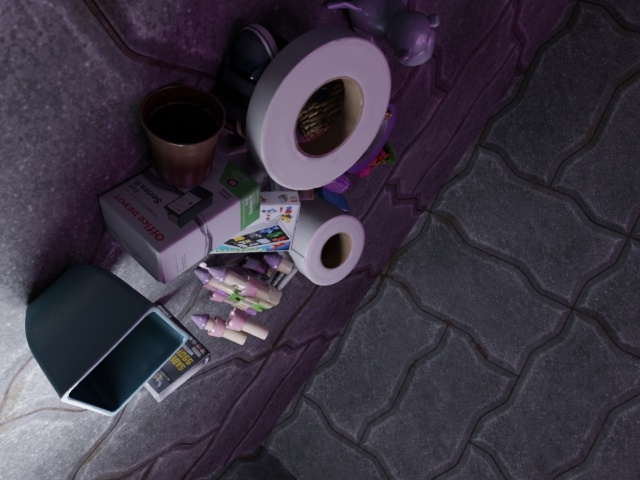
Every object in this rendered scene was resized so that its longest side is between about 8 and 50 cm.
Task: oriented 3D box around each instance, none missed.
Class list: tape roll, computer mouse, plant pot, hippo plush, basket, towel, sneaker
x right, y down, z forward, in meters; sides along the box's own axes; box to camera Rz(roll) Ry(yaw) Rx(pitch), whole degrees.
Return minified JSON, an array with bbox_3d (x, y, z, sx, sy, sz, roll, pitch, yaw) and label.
[{"bbox_3d":[0.144,-0.373,1.892,0.275,0.090,0.275,-44,159,-22],"label":"tape roll"},{"bbox_3d":[0.004,-0.299,1.281,0.392,0.072,0.392,-30,144,-25],"label":"tape roll"},{"bbox_3d":[-0.107,-0.398,1.338,0.184,0.060,0.262,-29,148,23],"label":"computer mouse"},{"bbox_3d":[-0.289,-0.207,1.142,0.167,0.167,0.165,-39,164,-32],"label":"plant pot"},{"bbox_3d":[-0.495,0.196,1.207,0.248,0.252,0.247,-47,160,-16],"label":"plant pot"},{"bbox_3d":[0.000,0.000,1.747,0.246,0.169,0.246,-21,126,-32],"label":"tape roll"},{"bbox_3d":[0.211,-0.596,1.438,0.234,0.236,0.294,-57,158,4],"label":"hippo plush"},{"bbox_3d":[0.033,-0.418,1.568,0.213,0.223,0.299,-27,174,30],"label":"basket"},{"bbox_3d":[-0.074,0.057,2.024,0.324,0.056,0.312,-52,-177,-3],"label":"towel"},{"bbox_3d":[-0.173,-0.322,1.234,0.127,0.126,0.321,-41,156,-34],"label":"sneaker"}]

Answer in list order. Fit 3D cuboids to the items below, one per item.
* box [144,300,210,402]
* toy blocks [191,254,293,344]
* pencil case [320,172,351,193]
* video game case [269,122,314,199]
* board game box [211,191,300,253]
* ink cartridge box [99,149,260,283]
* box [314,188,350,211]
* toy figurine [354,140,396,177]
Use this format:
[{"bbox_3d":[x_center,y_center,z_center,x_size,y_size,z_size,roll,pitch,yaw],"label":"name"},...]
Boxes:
[{"bbox_3d":[-0.451,0.304,1.516,0.183,0.231,0.056,-36,158,-36],"label":"box"},{"bbox_3d":[-0.277,0.137,1.701,0.288,0.260,0.309,-31,-145,61],"label":"toy blocks"},{"bbox_3d":[0.037,-0.215,1.919,0.206,0.088,0.086,4,107,-65],"label":"pencil case"},{"bbox_3d":[-0.086,-0.226,1.537,0.206,0.026,0.227,-10,94,-62],"label":"video game case"},{"bbox_3d":[-0.217,-0.046,1.451,0.305,0.053,0.193,-1,140,-14],"label":"board game box"},{"bbox_3d":[-0.309,-0.072,1.226,0.289,0.211,0.122,-40,157,-32],"label":"ink cartridge box"},{"bbox_3d":[0.018,-0.131,1.996,0.100,0.060,0.244,-18,170,20],"label":"box"},{"bbox_3d":[0.188,-0.308,2.113,0.159,0.130,0.173,-34,-179,-10],"label":"toy figurine"}]
